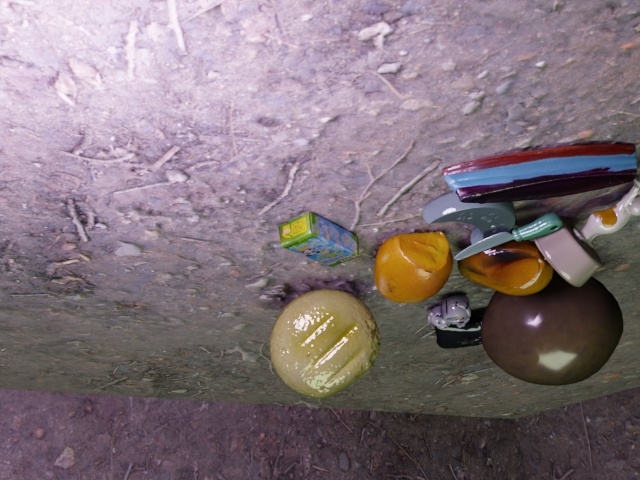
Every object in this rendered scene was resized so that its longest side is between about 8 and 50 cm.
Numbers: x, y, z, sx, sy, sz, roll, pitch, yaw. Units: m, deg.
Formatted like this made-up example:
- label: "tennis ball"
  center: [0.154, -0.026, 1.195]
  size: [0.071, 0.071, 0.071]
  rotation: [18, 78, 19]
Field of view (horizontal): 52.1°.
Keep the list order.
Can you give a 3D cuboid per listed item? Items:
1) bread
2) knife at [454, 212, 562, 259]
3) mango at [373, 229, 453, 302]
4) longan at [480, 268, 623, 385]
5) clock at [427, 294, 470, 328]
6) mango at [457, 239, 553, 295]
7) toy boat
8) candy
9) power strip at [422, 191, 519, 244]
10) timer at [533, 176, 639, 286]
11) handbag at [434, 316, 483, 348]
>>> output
- label: "bread"
  center: [0.009, 0.290, 1.882]
  size: [0.321, 0.320, 0.237]
  rotation: [-6, 173, 2]
- label: "knife"
  center: [0.433, -0.005, 1.534]
  size: [0.260, 0.034, 0.063]
  rotation: [-21, 153, 17]
- label: "mango"
  center: [0.227, 0.085, 1.683]
  size: [0.187, 0.138, 0.257]
  rotation: [10, 147, -2]
- label: "longan"
  center: [0.646, 0.239, 1.842]
  size: [0.405, 0.336, 0.404]
  rotation: [-15, 160, -6]
- label: "clock"
  center: [0.404, 0.229, 2.074]
  size: [0.117, 0.080, 0.176]
  rotation: [-3, 156, -2]
- label: "mango"
  center: [0.464, 0.061, 1.652]
  size: [0.236, 0.136, 0.166]
  rotation: [5, -164, 23]
- label: "toy boat"
  center: [0.451, -0.134, 1.349]
  size: [0.392, 0.079, 0.136]
  rotation: [-7, 153, -1]
- label: "candy"
  center: [0.000, 0.000, 1.553]
  size: [0.097, 0.062, 0.194]
  rotation: [-23, 150, 32]
- label: "power strip"
  center: [0.369, -0.052, 1.518]
  size: [0.253, 0.054, 0.167]
  rotation: [20, 146, -39]
- label: "timer"
  center: [0.658, -0.035, 1.535]
  size: [0.175, 0.175, 0.266]
  rotation: [22, 126, -42]
- label: "handbag"
  center: [0.500, 0.317, 2.264]
  size: [0.211, 0.088, 0.254]
  rotation: [-4, 156, 11]
